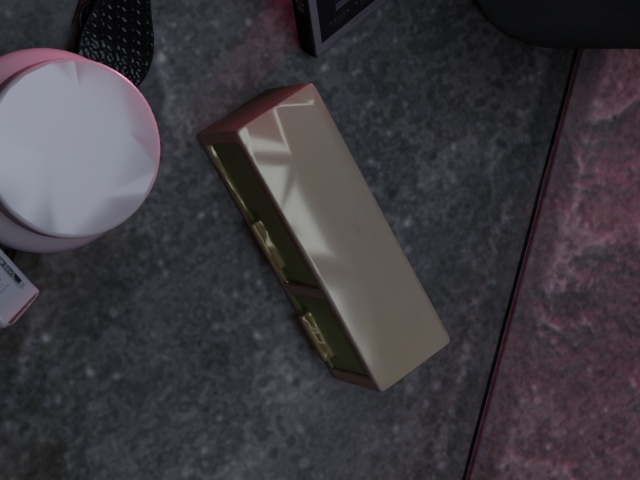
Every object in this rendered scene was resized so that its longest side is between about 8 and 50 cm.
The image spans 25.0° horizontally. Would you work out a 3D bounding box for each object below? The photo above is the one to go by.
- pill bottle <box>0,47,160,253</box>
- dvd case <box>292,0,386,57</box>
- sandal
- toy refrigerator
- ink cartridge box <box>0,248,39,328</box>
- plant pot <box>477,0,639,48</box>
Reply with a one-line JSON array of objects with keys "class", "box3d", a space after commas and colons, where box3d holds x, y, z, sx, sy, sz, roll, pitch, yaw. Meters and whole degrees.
[{"class": "pill bottle", "box3d": [-0.222, -0.067, 1.102, 0.153, 0.265, 0.153, -1, 92, -25]}, {"class": "dvd case", "box3d": [0.040, -0.289, 1.258, 0.179, 0.029, 0.238, -41, 153, -17]}, {"class": "sandal", "box3d": [-0.177, -0.198, 1.247, 0.067, 0.040, 0.179, 15, 71, -30]}, {"class": "toy refrigerator", "box3d": [0.000, 0.000, 1.299, 0.094, 0.102, 0.269, -35, 106, -20]}, {"class": "ink cartridge box", "box3d": [-0.344, -0.012, 1.074, 0.224, 0.223, 0.045, 51, 52, -20]}, {"class": "plant pot", "box3d": [0.299, -0.312, 1.297, 0.341, 0.334, 0.341, -1, 93, -26]}]
